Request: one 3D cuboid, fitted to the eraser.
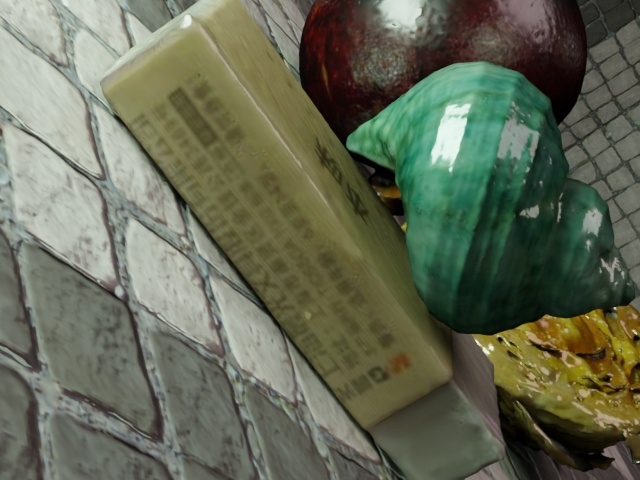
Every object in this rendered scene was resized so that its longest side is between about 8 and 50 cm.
[{"bbox_3d":[0.000,0.000,0.775,0.343,0.078,0.144,53,15,-14],"label":"eraser"}]

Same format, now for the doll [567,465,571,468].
[{"bbox_3d":[0.254,0.180,1.268,0.073,0.084,0.127,2,81,-46],"label":"doll"}]

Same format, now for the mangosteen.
[{"bbox_3d":[0.128,-0.167,1.168,0.293,0.297,0.297,58,14,16],"label":"mangosteen"}]

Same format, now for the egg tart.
[{"bbox_3d":[0.218,0.124,1.145,0.297,0.132,0.297,27,27,-15],"label":"egg tart"}]

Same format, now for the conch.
[{"bbox_3d":[0.112,-0.025,0.771,0.202,0.134,0.196,61,16,16],"label":"conch"}]
